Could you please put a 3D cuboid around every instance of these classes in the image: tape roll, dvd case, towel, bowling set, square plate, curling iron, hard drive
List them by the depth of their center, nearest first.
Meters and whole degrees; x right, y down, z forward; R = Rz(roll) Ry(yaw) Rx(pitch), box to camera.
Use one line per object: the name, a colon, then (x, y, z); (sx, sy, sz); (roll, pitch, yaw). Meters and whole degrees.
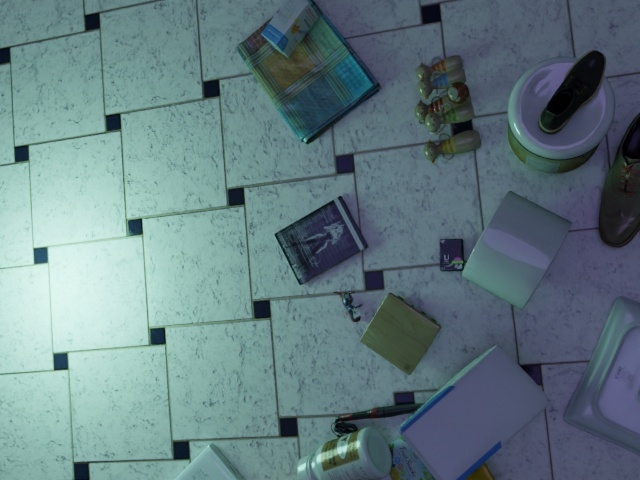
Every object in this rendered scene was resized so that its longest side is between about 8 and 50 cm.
square plate: (0.820, 0.359, 1.696); (0.343, 0.049, 0.348); (24, 92, 14)
tape roll: (0.476, 0.024, 1.709); (0.169, 0.246, 0.246); (31, 94, 15)
bowling set: (0.307, -0.364, 1.811); (0.154, 0.200, 0.287); (-14, 79, 14)
curling iron: (0.159, 0.471, 1.867); (0.273, 0.035, 0.068); (-19, 86, 13)
dvd case: (0.000, 0.000, 1.951); (0.221, 0.018, 0.165); (-30, 78, 11)
hard drive: (-0.347, 0.752, 1.975); (0.307, 0.040, 0.203); (-46, 77, 8)
towel: (-0.042, -0.490, 1.987); (0.271, 0.040, 0.370); (-37, 78, 9)

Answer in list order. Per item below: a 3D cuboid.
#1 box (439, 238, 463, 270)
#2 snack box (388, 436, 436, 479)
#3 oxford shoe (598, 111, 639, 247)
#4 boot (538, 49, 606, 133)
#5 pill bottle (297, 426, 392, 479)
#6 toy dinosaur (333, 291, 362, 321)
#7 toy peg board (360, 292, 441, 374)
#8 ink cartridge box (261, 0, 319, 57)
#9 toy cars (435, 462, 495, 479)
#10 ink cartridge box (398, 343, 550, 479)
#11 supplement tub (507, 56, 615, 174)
box: (0.344, 0.038, 1.841); (0.062, 0.052, 0.084); (-1, 85, 13)
snack box: (0.224, 0.578, 1.805); (0.100, 0.037, 0.141); (-36, 44, 8)
oxford shoe: (0.739, -0.154, 1.691); (0.122, 0.130, 0.349); (18, 99, 36)
boot: (0.528, -0.317, 1.446); (0.076, 0.137, 0.198); (32, 93, 14)
pill bottle: (0.058, 0.579, 1.822); (0.229, 0.131, 0.131); (-28, 79, 26)
toy dinosaur: (0.082, 0.181, 1.917); (0.090, 0.047, 0.082); (2, 96, 48)
toy peg board: (0.219, 0.239, 1.858); (0.161, 0.079, 0.161); (34, 110, 15)
ink cartridge box: (-0.071, -0.607, 1.933); (0.061, 0.104, 0.181); (39, 96, 16)
toy cars: (0.336, 0.727, 1.780); (0.176, 0.087, 0.394); (18, 95, 27)
ink cartridge box: (0.336, 0.403, 1.620); (0.285, 0.395, 0.166); (-40, 75, -3)
supplement tub: (0.560, -0.282, 1.670); (0.228, 0.316, 0.229); (-1, 86, 15)
